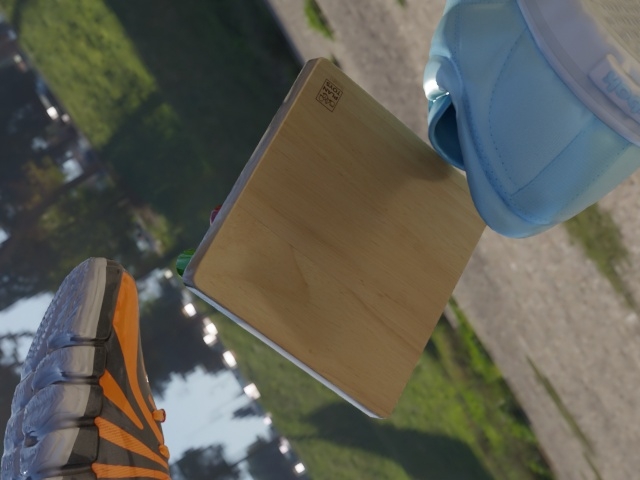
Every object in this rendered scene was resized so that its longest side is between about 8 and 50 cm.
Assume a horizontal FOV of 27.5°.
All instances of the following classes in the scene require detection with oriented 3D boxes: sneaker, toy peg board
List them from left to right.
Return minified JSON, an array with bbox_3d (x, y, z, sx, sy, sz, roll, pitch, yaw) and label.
[{"bbox_3d":[-0.119,0.179,0.886,0.124,0.180,0.321,-22,59,60],"label":"sneaker"},{"bbox_3d":[0.000,0.000,0.814,0.161,0.161,0.079,38,160,-27],"label":"toy peg board"},{"bbox_3d":[0.113,-0.128,0.813,0.135,0.150,0.366,38,-157,-17],"label":"sneaker"}]
